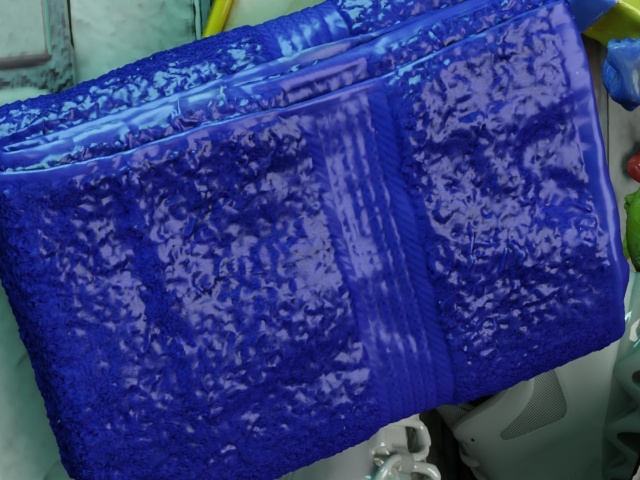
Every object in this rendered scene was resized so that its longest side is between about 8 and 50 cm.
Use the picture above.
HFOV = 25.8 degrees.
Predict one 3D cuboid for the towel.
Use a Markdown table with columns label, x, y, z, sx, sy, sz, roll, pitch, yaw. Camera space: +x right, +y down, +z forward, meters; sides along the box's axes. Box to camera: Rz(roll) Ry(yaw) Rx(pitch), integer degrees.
| label | x | y | z | sx | sy | sz | roll | pitch | yaw |
| --- | --- | --- | --- | --- | --- | --- | --- | --- | --- |
| towel | 0.000 | 0.000 | 0.687 | 0.308 | 0.076 | 0.227 | -20 | 104 | -11 |

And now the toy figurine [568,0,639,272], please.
| label | x | y | z | sx | sy | sz | roll | pitch | yaw |
| --- | --- | --- | --- | --- | --- | --- | --- | --- | --- |
| toy figurine | 0.218 | -0.139 | 1.005 | 0.217 | 0.191 | 0.362 | 34 | 67 | -13 |

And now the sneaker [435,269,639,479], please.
| label | x | y | z | sx | sy | sz | roll | pitch | yaw |
| --- | --- | --- | --- | --- | --- | --- | --- | --- | --- |
| sneaker | 0.148 | 0.137 | 0.963 | 0.122 | 0.146 | 0.330 | -65 | 163 | -51 |

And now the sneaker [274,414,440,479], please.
| label | x | y | z | sx | sy | sz | roll | pitch | yaw |
| --- | --- | --- | --- | --- | --- | --- | --- | --- | --- |
| sneaker | 0.018 | 0.118 | 0.795 | 0.111 | 0.129 | 0.297 | 11 | 86 | -45 |

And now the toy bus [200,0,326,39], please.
| label | x | y | z | sx | sy | sz | roll | pitch | yaw |
| --- | --- | --- | --- | --- | --- | --- | --- | --- | --- |
| toy bus | 0.007 | -0.115 | 0.765 | 0.191 | 0.104 | 0.202 | -27 | 104 | -8 |
